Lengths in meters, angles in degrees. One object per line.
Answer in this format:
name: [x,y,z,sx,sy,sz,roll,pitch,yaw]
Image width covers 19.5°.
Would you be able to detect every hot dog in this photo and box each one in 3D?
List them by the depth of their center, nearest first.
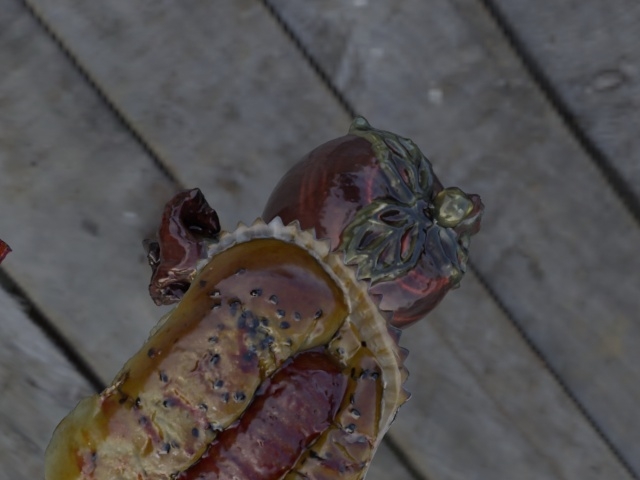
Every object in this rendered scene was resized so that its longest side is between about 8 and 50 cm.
hot dog: [-0.044,0.084,0.657,0.099,0.053,0.192,36,87,11]

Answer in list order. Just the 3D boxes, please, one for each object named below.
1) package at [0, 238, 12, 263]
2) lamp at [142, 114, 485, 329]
package: [-0.244,0.014,1.178,0.083,0.200,0.022,-45,111,-6]
lamp: [0.005,0.008,1.374,0.215,0.151,0.223,18,130,-42]
